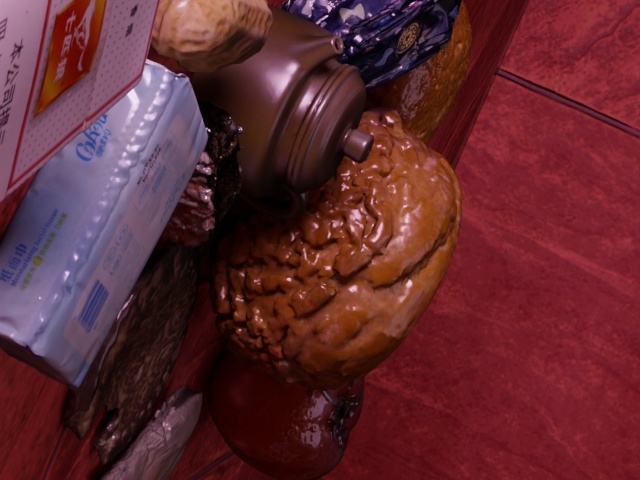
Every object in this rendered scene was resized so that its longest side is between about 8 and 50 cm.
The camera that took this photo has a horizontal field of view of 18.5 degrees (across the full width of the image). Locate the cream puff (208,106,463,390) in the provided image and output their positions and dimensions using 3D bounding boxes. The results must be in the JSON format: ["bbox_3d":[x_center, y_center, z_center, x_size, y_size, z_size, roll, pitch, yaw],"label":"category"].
[{"bbox_3d":[0.000,0.000,2.218,0.327,0.231,0.343,-60,-164,-15],"label":"cream puff"}]

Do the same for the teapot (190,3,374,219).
[{"bbox_3d":[-0.032,-0.117,1.978,0.185,0.175,0.267,-53,164,-39],"label":"teapot"}]

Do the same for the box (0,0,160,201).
[{"bbox_3d":[-0.208,-0.144,1.305,0.330,0.095,0.210,-52,164,-54],"label":"box"}]

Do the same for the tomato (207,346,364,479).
[{"bbox_3d":[-0.047,0.197,2.571,0.232,0.189,0.232,11,90,-72],"label":"tomato"}]

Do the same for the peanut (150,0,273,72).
[{"bbox_3d":[-0.103,-0.193,1.721,0.093,0.083,0.194,-31,174,19],"label":"peanut"}]

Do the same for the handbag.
[{"bbox_3d":[0.062,-0.239,2.130,0.260,0.113,0.162,-33,163,-25],"label":"handbag"}]

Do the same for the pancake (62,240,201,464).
[{"bbox_3d":[-0.200,0.124,2.103,0.288,0.033,0.286,-45,159,-60],"label":"pancake"}]

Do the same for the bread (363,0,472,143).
[{"bbox_3d":[0.100,-0.212,2.469,0.240,0.139,0.240,-60,168,-22],"label":"bread"}]

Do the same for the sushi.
[{"bbox_3d":[-0.126,-0.062,1.879,0.150,0.090,0.078,99,16,-51],"label":"sushi"}]

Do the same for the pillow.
[{"bbox_3d":[-0.218,0.279,2.315,0.229,0.050,0.148,-45,153,-53],"label":"pillow"}]

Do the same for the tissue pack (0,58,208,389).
[{"bbox_3d":[-0.194,-0.017,1.671,0.177,0.089,0.263,77,37,-75],"label":"tissue pack"}]
